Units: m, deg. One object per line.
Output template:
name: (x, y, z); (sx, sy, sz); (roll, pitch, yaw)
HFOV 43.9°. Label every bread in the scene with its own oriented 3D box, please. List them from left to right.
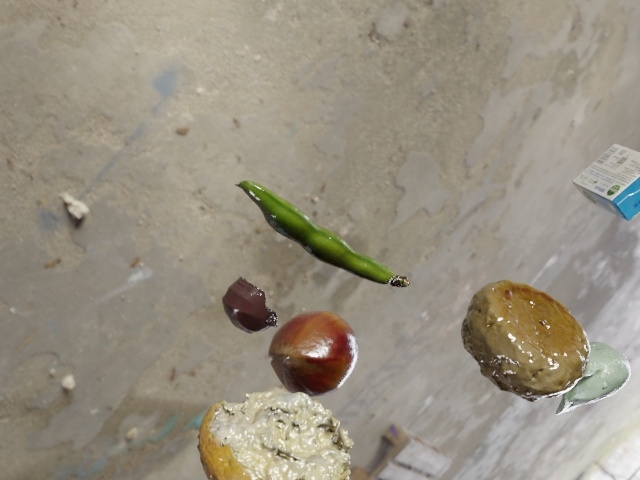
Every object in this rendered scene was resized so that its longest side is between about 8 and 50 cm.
bread: (-0.082, 0.371, 1.345); (0.274, 0.274, 0.149); (-12, 129, -46)
bread: (0.343, 0.173, 1.357); (0.230, 0.230, 0.123); (-16, 146, -43)

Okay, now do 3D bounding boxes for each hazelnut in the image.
hazelnut: (-0.024, 0.247, 1.741); (0.208, 0.208, 0.208); (-33, 148, -24)

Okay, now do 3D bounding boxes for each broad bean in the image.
broad bean: (-0.001, 0.000, 1.165); (0.060, 0.298, 0.043); (-36, -154, 53)

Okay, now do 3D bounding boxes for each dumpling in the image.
dumpling: (0.507, 0.255, 1.516); (0.153, 0.108, 0.219); (-33, 157, 36)

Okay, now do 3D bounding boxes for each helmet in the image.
helmet: (-0.133, 0.127, 1.439); (0.070, 0.098, 0.123); (-36, 128, -20)

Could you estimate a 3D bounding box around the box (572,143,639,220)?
box: (0.691, -0.137, 1.827); (0.139, 0.194, 0.073); (-43, 109, 5)
